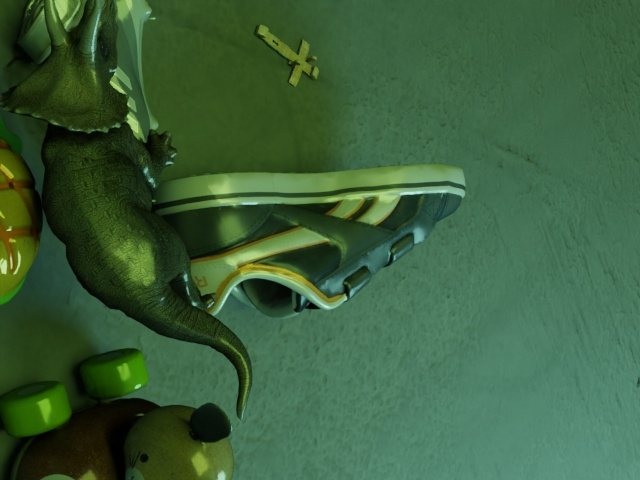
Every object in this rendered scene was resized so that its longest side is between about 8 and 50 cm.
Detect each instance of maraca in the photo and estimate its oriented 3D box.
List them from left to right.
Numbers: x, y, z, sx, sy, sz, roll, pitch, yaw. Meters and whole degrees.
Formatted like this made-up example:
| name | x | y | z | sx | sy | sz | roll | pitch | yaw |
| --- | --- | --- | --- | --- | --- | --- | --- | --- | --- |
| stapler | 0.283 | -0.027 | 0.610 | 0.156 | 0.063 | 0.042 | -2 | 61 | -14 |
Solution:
| name | x | y | z | sx | sy | sz | roll | pitch | yaw |
| --- | --- | --- | --- | --- | --- | --- | --- | --- | --- |
| maraca | -0.251 | -0.037 | 0.895 | 0.127 | 0.099 | 0.185 | 40 | 35 | -49 |

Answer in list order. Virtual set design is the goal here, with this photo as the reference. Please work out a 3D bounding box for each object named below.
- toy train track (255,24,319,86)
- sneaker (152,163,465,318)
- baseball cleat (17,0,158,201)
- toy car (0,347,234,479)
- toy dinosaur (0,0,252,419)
| name | x | y | z | sx | sy | sz | roll | pitch | yaw |
| --- | --- | --- | --- | --- | --- | --- | --- | --- | --- |
| toy train track | -0.028 | -0.177 | 1.188 | 0.083 | 0.014 | 0.048 | 33 | 64 | -38 |
| sneaker | 0.000 | 0.000 | 1.127 | 0.321 | 0.126 | 0.127 | -6 | 87 | -35 |
| baseball cleat | -0.184 | -0.124 | 0.999 | 0.109 | 0.072 | 0.206 | -2 | 86 | -30 |
| toy car | -0.125 | 0.171 | 0.938 | 0.149 | 0.188 | 0.155 | -23 | 103 | -44 |
| toy dinosaur | -0.146 | -0.012 | 0.890 | 0.160 | 0.121 | 0.313 | 23 | 50 | -75 |
